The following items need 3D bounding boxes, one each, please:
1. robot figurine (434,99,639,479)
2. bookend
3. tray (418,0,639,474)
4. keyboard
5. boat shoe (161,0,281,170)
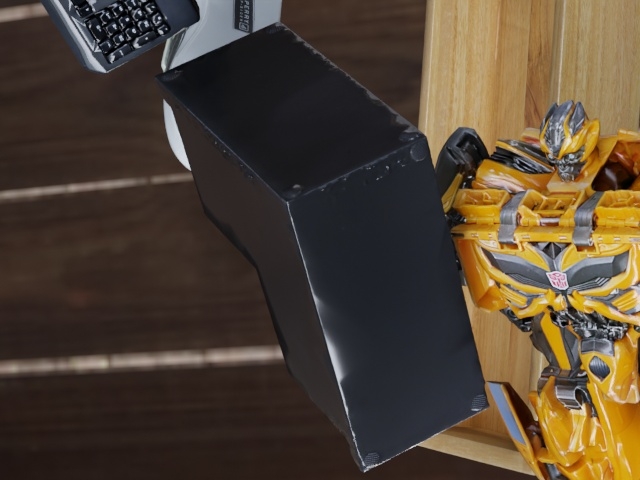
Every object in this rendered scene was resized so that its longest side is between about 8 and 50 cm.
[{"bbox_3d":[0.163,0.058,0.963,0.085,0.211,0.291,-55,131,-36],"label":"robot figurine"},{"bbox_3d":[0.000,0.000,0.919,0.156,0.072,0.157,43,-26,54],"label":"bookend"},{"bbox_3d":[0.144,-0.050,1.359,0.076,0.203,0.411,5,89,-24],"label":"tray"},{"bbox_3d":[-0.118,-0.175,0.987,0.192,0.100,0.038,60,-4,-37],"label":"keyboard"},{"bbox_3d":[-0.067,-0.114,1.274,0.077,0.070,0.219,22,45,-14],"label":"boat shoe"}]
